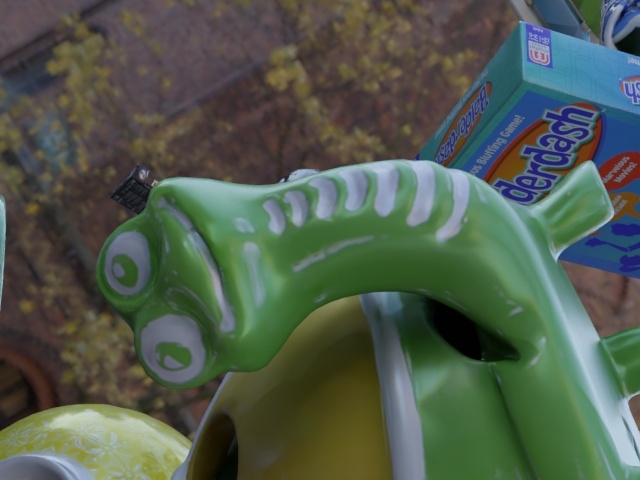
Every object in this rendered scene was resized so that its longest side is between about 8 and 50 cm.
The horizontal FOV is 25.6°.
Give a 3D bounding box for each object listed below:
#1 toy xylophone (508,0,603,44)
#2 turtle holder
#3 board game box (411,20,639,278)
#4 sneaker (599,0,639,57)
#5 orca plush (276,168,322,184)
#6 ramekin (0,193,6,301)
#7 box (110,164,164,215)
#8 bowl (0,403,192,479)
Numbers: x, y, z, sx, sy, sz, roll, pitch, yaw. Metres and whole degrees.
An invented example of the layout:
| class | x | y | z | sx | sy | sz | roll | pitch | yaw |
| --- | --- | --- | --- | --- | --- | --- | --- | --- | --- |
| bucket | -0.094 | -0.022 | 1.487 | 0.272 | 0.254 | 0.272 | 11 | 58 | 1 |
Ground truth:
| class | x | y | z | sx | sy | sz | roll | pitch | yaw |
| --- | --- | --- | --- | --- | --- | --- | --- | --- | --- |
| toy xylophone | 0.384 | -0.314 | 1.704 | 0.236 | 0.081 | 0.323 | 54 | -41 | 12 |
| turtle holder | 0.051 | 0.110 | 0.592 | 0.320 | 0.227 | 0.243 | 38 | 31 | -66 |
| board game box | 0.179 | -0.044 | 0.868 | 0.160 | 0.210 | 0.047 | 126 | -27 | -54 |
| sneaker | 0.228 | -0.150 | 0.947 | 0.081 | 0.080 | 0.211 | 54 | 34 | -58 |
| orca plush | 0.000 | 0.000 | 1.181 | 0.287 | 0.151 | 0.102 | -81 | 171 | -59 |
| ramekin | -0.424 | 0.092 | 1.474 | 0.303 | 0.148 | 0.303 | -173 | -90 | -73 |
| box | -0.188 | -0.048 | 1.549 | 0.067 | 0.018 | 0.083 | 32 | -25 | -14 |
| bowl | -0.230 | 0.263 | 1.223 | 0.289 | 0.289 | 0.156 | 55 | -3 | 29 |
